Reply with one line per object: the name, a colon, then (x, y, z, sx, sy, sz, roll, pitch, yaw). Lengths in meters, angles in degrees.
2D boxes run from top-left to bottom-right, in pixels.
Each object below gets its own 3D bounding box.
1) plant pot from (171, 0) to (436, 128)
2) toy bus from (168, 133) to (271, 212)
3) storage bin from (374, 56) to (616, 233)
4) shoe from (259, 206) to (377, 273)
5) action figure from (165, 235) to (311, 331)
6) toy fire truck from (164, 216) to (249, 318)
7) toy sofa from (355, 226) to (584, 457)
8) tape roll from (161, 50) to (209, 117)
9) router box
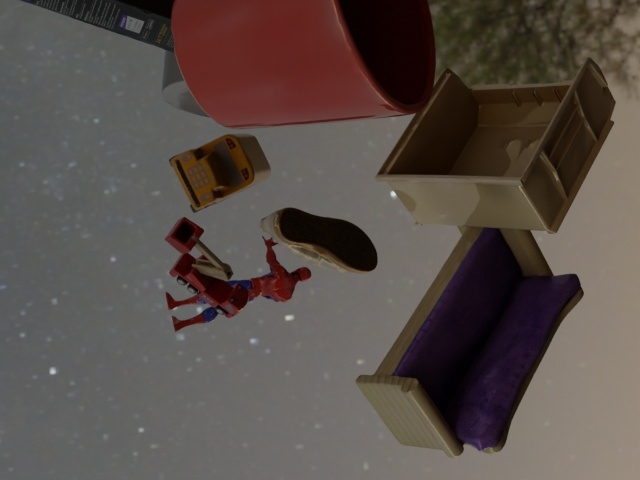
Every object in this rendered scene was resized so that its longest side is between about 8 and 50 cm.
plant pot: (-0.026, -0.256, 1.344, 0.275, 0.243, 0.275, 30, -126, -53)
toy bus: (-0.185, -0.134, 2.125, 0.333, 0.130, 0.108, -52, -63, -83)
storage bin: (0.265, -0.146, 1.658, 0.123, 0.262, 0.260, 51, -121, -34)
shoe: (0.000, 0.000, 1.742, 0.219, 0.058, 0.076, 23, -115, -37)
action figure: (-0.160, 0.079, 2.172, 0.139, 0.280, 0.091, -112, 10, -55)
toy fire truck: (-0.190, 0.050, 1.892, 0.192, 0.135, 0.047, 39, -120, -13)
toy sofa: (0.228, 0.131, 1.642, 0.362, 0.177, 0.150, -54, -56, -31)
tape roll: (-0.142, -0.255, 1.786, 0.219, 0.219, 0.072, 24, -112, -60)
router box: (-0.282, -0.449, 1.609, 0.243, 0.081, 0.309, 17, -117, -16)
